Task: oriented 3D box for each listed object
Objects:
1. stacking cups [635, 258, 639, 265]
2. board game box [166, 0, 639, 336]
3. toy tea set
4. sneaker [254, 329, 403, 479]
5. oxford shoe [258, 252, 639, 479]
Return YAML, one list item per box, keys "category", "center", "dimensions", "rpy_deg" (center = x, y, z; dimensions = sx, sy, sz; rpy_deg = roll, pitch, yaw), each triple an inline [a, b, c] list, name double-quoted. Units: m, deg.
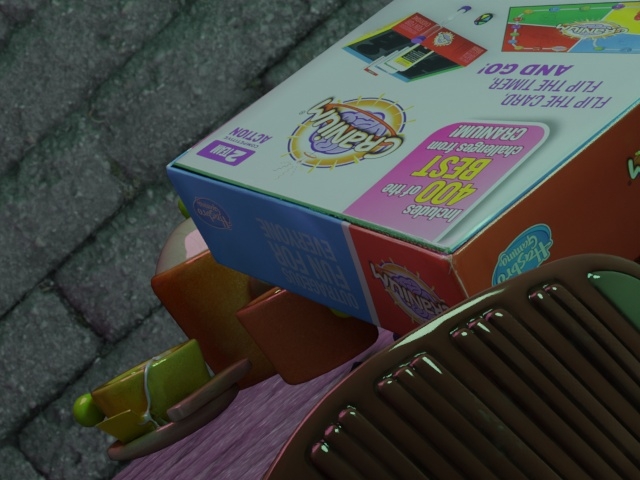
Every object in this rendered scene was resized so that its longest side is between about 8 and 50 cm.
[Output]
- category: "stacking cups"
  center: [0.274, -0.080, 0.983]
  dimensions: [0.316, 0.096, 0.096]
  rpy_deg: [-38, 1, -17]
- category: "board game box"
  center: [0.113, -0.080, 0.960]
  dimensions: [0.316, 0.064, 0.242]
  rpy_deg: [-38, 29, -20]
- category: "toy tea set"
  center: [0.000, 0.000, 1.146]
  dimensions: [0.336, 0.124, 0.200]
  rpy_deg: [-27, 3, 28]
- category: "sneaker"
  center: [0.066, 0.094, 1.069]
  dimensions: [0.235, 0.094, 0.153]
  rpy_deg: [-33, 4, -43]
- category: "oxford shoe"
  center: [0.008, 0.137, 0.783]
  dimensions: [0.348, 0.123, 0.130]
  rpy_deg: [-41, -4, -15]
